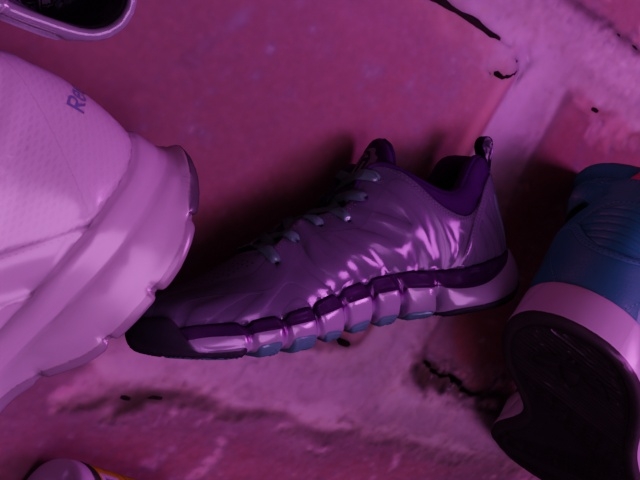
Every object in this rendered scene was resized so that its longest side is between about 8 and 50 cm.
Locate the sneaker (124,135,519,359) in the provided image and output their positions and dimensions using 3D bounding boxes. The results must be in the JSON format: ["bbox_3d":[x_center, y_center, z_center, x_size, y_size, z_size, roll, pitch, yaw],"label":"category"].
[{"bbox_3d":[0.000,0.000,0.579,0.223,0.083,0.098,-9,95,-30],"label":"sneaker"}]

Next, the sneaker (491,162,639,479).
[{"bbox_3d":[0.189,0.050,0.703,0.178,0.123,0.295,-53,158,-20],"label":"sneaker"}]

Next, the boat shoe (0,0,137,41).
[{"bbox_3d":[-0.144,-0.143,0.365,0.079,0.081,0.227,-52,133,2],"label":"boat shoe"}]

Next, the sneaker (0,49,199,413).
[{"bbox_3d":[-0.186,0.047,0.457,0.129,0.111,0.297,41,85,-28],"label":"sneaker"}]

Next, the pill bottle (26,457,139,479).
[{"bbox_3d":[-0.102,0.160,0.592,0.116,0.065,0.065,32,96,-42],"label":"pill bottle"}]
